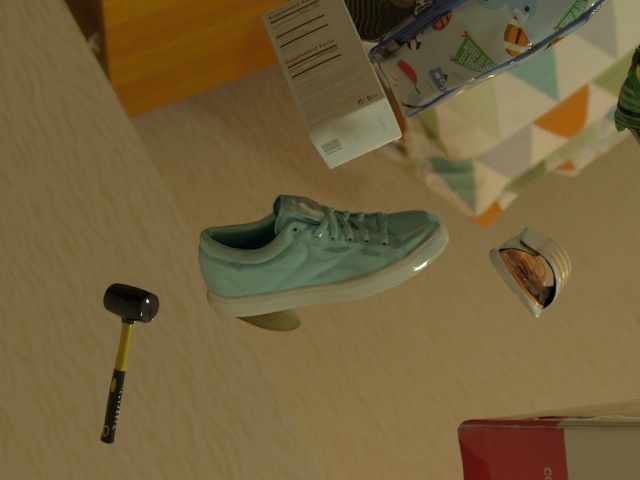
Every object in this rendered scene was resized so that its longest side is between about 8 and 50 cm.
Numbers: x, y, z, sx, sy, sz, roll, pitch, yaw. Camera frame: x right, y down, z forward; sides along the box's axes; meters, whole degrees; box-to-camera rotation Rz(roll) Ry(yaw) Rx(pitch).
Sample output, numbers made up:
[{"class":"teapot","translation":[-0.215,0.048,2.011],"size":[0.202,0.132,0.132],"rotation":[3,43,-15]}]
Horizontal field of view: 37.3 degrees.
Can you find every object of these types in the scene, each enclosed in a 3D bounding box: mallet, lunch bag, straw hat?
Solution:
[{"class":"mallet","translation":[-0.227,0.147,1.112],"size":[0.062,0.190,0.039],"rotation":[4,-179,29]},{"class":"lunch bag","translation":[0.199,-0.256,1.056],"size":[0.303,0.115,0.243],"rotation":[-34,-173,-20]},{"class":"straw hat","translation":[-0.090,0.083,1.497],"size":[0.144,0.144,0.061],"rotation":[-5,120,-55]}]

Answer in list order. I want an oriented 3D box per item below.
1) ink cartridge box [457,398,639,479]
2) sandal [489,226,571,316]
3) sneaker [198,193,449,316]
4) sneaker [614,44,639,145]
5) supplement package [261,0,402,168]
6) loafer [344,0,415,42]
[{"class":"ink cartridge box","translation":[0.308,0.163,0.504],"size":[0.279,0.160,0.384],"rotation":[2,170,-33]},{"class":"sandal","translation":[0.295,0.023,1.292],"size":[0.076,0.102,0.265],"rotation":[-38,179,19]},{"class":"sneaker","translation":[0.000,0.000,1.351],"size":[0.365,0.135,0.150],"rotation":[-16,123,-1]},{"class":"sneaker","translation":[0.528,-0.114,1.260],"size":[0.134,0.343,0.146],"rotation":[-15,141,-22]},{"class":"supplement package","translation":[0.018,-0.267,1.532],"size":[0.133,0.244,0.139],"rotation":[-24,154,7]},{"class":"loafer","translation":[0.137,-0.389,1.649],"size":[0.092,0.268,0.102],"rotation":[-23,130,-52]}]
